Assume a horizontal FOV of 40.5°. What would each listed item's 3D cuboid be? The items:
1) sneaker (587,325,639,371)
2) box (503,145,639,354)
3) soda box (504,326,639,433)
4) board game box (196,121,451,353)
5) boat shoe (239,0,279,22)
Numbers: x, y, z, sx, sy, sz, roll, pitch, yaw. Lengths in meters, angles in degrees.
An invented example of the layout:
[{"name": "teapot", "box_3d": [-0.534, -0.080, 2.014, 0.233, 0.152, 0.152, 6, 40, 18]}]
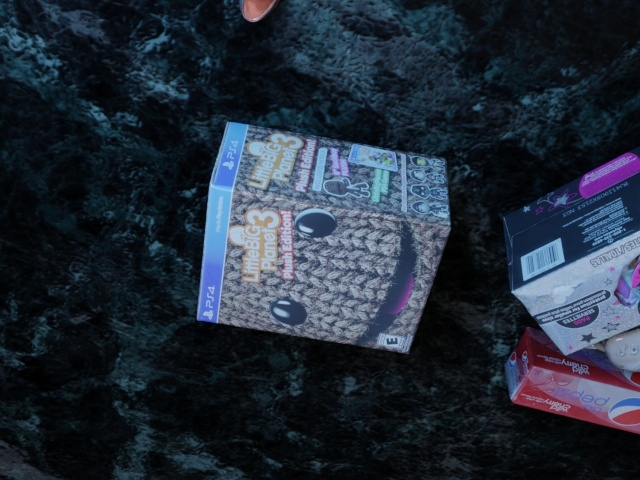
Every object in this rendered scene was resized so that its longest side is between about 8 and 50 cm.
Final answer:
[{"name": "sneaker", "box_3d": [0.495, 0.093, 1.123, 0.210, 0.137, 0.366, 14, 149, -4]}, {"name": "box", "box_3d": [0.376, 0.009, 1.087, 0.247, 0.163, 0.142, -30, 119, 27]}, {"name": "soda box", "box_3d": [0.419, 0.217, 1.308, 0.263, 0.083, 0.092, 14, 130, -7]}, {"name": "board game box", "box_3d": [0.000, 0.000, 1.131, 0.291, 0.141, 0.232, 9, 130, -2]}, {"name": "boat shoe", "box_3d": [-0.054, -0.295, 0.956, 0.049, 0.043, 0.137, 24, 129, -16]}]
